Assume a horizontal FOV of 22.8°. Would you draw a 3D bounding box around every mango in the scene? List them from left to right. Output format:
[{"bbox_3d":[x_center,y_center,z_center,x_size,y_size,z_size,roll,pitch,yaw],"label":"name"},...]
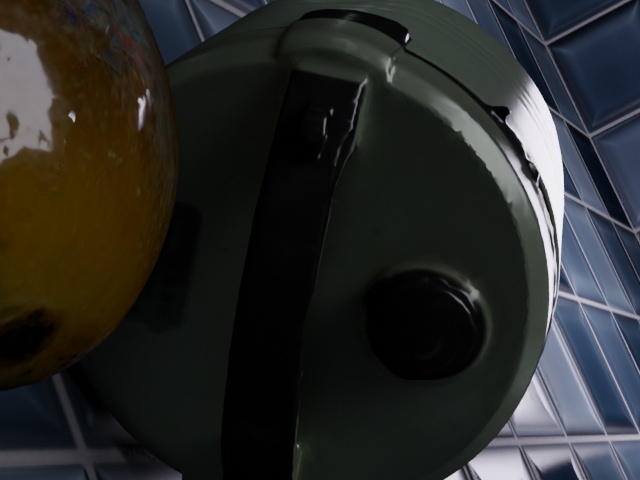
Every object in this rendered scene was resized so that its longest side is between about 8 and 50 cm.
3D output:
[{"bbox_3d":[-0.139,-0.070,0.557,0.193,0.146,0.316,51,7,-34],"label":"mango"}]

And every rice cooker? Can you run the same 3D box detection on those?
[{"bbox_3d":[0.000,0.000,0.723,0.226,0.226,0.244,59,16,-12],"label":"rice cooker"}]
